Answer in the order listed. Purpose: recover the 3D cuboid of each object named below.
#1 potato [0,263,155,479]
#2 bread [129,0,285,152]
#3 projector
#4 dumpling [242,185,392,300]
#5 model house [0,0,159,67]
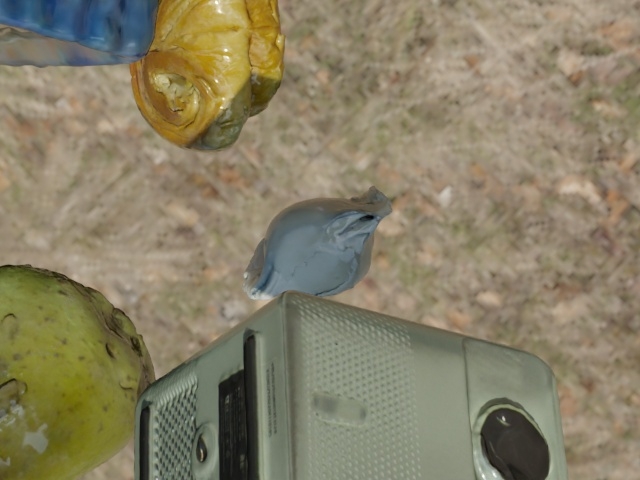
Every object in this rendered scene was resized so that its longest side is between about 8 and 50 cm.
[{"bbox_3d":[-0.231,0.130,0.906,0.160,0.271,0.111,65,173,-24],"label":"potato"},{"bbox_3d":[-0.127,-0.210,1.484,0.198,0.120,0.236,14,111,56],"label":"bread"},{"bbox_3d":[0.027,0.143,0.873,0.242,0.163,0.177,18,146,-31],"label":"projector"},{"bbox_3d":[0.000,0.000,1.517,0.108,0.188,0.127,52,-158,-14],"label":"dumpling"},{"bbox_3d":[-0.254,-0.347,0.975,0.399,0.395,0.445,12,173,-3],"label":"model house"}]
